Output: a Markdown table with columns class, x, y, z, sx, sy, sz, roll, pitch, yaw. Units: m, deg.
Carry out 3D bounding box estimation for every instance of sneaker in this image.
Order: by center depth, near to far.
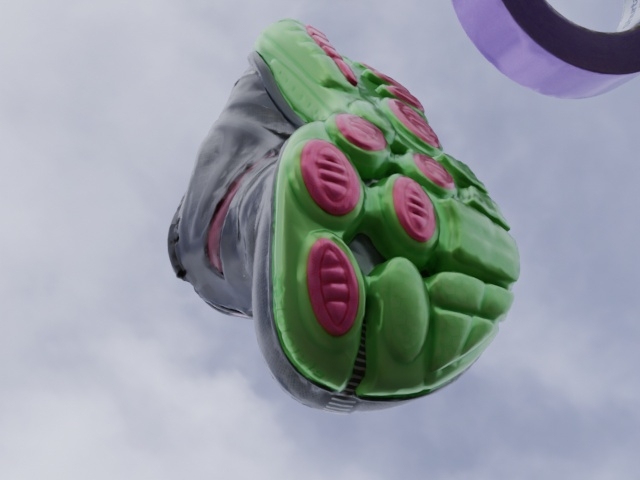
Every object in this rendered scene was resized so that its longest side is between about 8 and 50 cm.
| class | x | y | z | sx | sy | sz | roll | pitch | yaw |
| --- | --- | --- | --- | --- | --- | --- | --- | --- | --- |
| sneaker | 0.000 | 0.000 | 0.913 | 0.185 | 0.483 | 0.202 | 29 | -72 | -15 |

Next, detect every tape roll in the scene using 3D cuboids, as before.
| class | x | y | z | sx | sy | sz | roll | pitch | yaw |
| --- | --- | --- | --- | --- | --- | --- | --- | --- | --- |
| tape roll | 0.276 | -0.297 | 1.407 | 0.275 | 0.090 | 0.274 | 5 | -104 | -21 |
